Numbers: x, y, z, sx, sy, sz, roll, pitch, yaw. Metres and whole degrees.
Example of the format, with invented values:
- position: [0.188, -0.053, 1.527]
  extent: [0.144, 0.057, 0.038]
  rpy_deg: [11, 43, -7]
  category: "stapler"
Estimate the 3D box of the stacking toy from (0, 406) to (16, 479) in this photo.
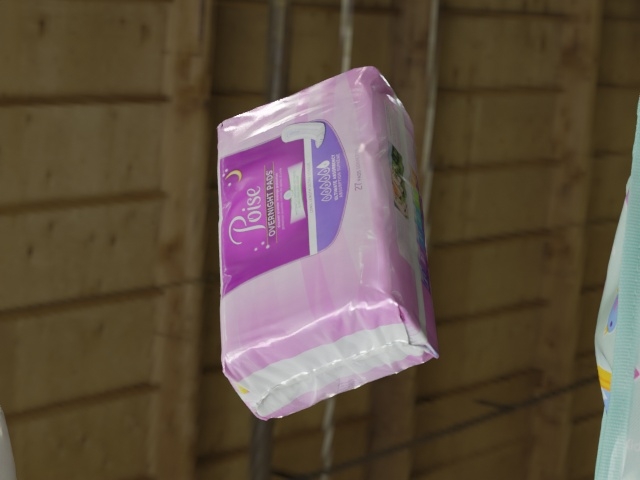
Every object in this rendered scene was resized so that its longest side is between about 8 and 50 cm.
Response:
- position: [-0.131, 0.232, 0.401]
  extent: [0.350, 0.350, 0.480]
  rpy_deg: [31, -134, -53]
  category: "stacking toy"

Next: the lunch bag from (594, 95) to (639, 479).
- position: [0.231, 0.072, 0.743]
  extent: [0.160, 0.223, 0.262]
  rpy_deg: [56, -140, -75]
  category: "lunch bag"

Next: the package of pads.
- position: [0.000, 0.000, 0.422]
  extent: [0.032, 0.050, 0.083]
  rpy_deg: [52, -155, -44]
  category: "package of pads"
